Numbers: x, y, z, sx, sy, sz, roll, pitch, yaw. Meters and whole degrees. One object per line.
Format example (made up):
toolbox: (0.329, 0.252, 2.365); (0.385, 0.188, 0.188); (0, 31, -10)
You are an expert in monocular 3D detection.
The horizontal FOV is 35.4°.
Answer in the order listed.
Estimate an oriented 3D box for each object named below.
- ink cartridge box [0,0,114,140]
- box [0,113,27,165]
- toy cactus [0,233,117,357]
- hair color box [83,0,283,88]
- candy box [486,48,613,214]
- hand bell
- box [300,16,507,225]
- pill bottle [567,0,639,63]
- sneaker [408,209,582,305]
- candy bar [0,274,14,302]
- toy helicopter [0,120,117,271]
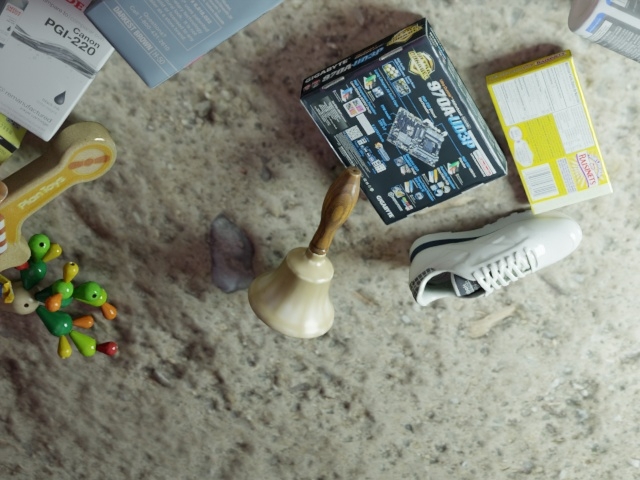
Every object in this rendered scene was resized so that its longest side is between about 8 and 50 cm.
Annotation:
ink cartridge box: (-0.325, -0.248, 1.178); (0.158, 0.092, 0.218); (33, 122, -18)
box: (-0.489, -0.096, 1.331); (0.087, 0.058, 0.232); (38, 121, -22)
toy cactus: (-0.398, 0.091, 1.447); (0.180, 0.112, 0.219); (-3, 136, 21)
hair color box: (-0.051, -0.326, 1.028); (0.374, 0.185, 0.113); (-29, 118, 25)
candy box: (0.285, -0.129, 1.239); (0.105, 0.027, 0.206); (-17, 124, 15)
hand bell: (0.000, 0.000, 1.307); (0.126, 0.126, 0.242); (19, 126, -8)
box: (0.104, -0.139, 1.236); (0.175, 0.051, 0.220); (-24, 121, 23)
pill bottle: (0.353, -0.241, 1.115); (0.137, 0.078, 0.078); (22, 126, -10)
sneaker: (0.231, 0.030, 1.325); (0.235, 0.095, 0.090); (-16, 122, 16)
candy bar: (-0.490, 0.043, 1.422); (0.161, 0.018, 0.040); (27, 130, 27)
toy helicopter: (-0.423, -0.046, 1.273); (0.355, 0.140, 0.235); (-35, 146, -1)
